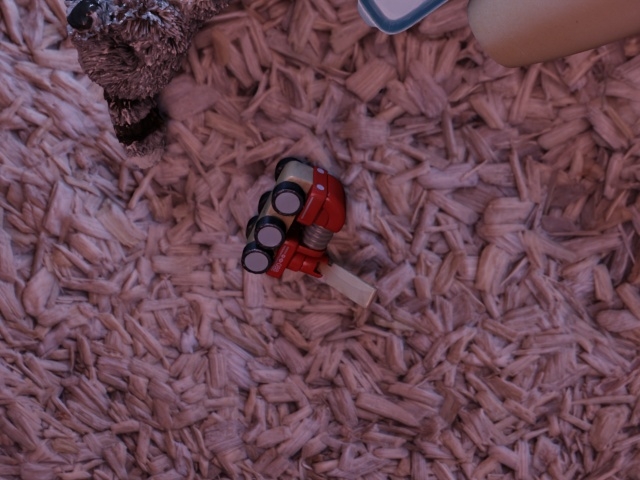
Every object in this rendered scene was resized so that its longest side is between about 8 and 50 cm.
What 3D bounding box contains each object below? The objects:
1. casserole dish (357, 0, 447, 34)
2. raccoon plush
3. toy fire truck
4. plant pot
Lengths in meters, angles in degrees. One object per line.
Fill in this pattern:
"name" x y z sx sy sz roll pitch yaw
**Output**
"casserole dish" 0.142 -0.408 1.285 0.188 0.037 0.114 -31 108 25
"raccoon plush" -0.227 -0.338 1.371 0.299 0.216 0.446 -8 147 2
"toy fire truck" 0.000 0.000 1.496 0.246 0.158 0.217 21 122 -14
"plant pot" 0.353 -0.368 1.161 0.256 0.256 0.274 45 136 -14
